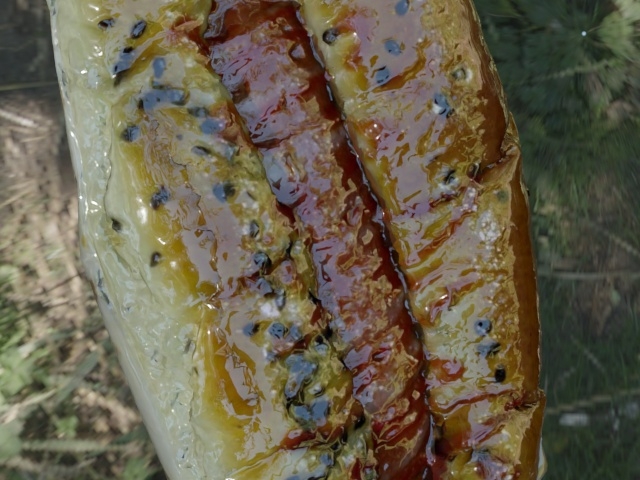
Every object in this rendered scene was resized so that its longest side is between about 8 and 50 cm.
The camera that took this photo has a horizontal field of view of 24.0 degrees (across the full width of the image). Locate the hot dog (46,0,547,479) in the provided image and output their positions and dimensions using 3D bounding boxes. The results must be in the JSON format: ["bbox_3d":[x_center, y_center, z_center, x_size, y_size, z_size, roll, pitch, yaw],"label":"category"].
[{"bbox_3d":[0.000,0.000,0.459,0.144,0.075,0.268,-18,97,-21],"label":"hot dog"}]
